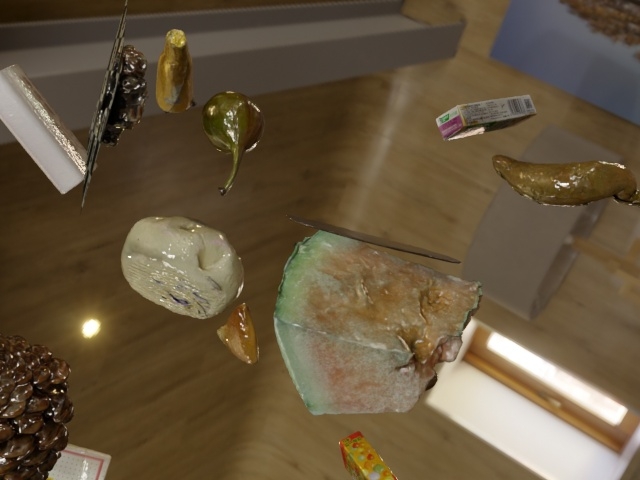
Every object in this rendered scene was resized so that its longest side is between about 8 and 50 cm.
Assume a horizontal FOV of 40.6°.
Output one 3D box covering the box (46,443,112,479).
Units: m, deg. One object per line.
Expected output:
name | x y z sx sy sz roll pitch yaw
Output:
box | -0.554 0.438 1.506 0.095 0.330 0.210 138 147 -71

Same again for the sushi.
sushi | -0.344 -0.225 1.477 0.294 0.059 0.292 -104 33 -51

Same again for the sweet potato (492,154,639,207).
sweet potato | 0.482 -0.112 1.660 0.124 0.310 0.098 -51 -33 -72

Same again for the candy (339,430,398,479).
candy | 0.073 0.340 1.257 0.038 0.122 0.062 -23 -54 -17

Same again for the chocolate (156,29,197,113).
chocolate | -0.287 -0.334 1.696 0.086 0.085 0.219 -51 -8 -23

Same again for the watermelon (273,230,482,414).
watermelon | 0.071 0.138 1.318 0.264 0.302 0.151 -62 -10 -49

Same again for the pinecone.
pinecone | -0.466 0.251 1.245 0.224 0.224 0.273 -41 -37 -42

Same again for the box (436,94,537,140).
box | 0.271 -0.202 1.401 0.207 0.041 0.050 -16 -7 -41

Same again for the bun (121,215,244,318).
bun | -0.281 0.051 1.793 0.273 0.272 0.168 90 -160 -55

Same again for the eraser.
eraser | -0.590 -0.234 1.819 0.094 0.270 0.174 -36 15 3

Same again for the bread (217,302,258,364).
bread | -0.196 0.248 2.140 0.054 0.136 0.154 -18 -22 -37

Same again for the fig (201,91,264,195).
fig | -0.170 -0.185 1.650 0.124 0.124 0.236 96 175 -50

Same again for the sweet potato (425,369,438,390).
sweet potato | 0.127 0.233 1.595 0.341 0.114 0.092 140 142 -81

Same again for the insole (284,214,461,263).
insole | 0.087 0.002 1.247 0.327 0.111 0.007 13 -82 -39
